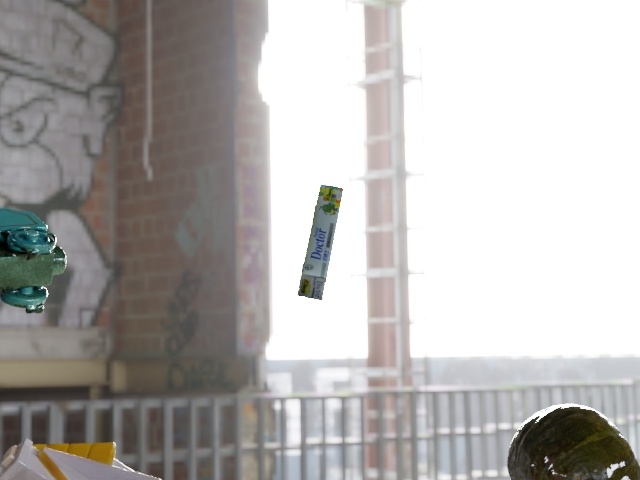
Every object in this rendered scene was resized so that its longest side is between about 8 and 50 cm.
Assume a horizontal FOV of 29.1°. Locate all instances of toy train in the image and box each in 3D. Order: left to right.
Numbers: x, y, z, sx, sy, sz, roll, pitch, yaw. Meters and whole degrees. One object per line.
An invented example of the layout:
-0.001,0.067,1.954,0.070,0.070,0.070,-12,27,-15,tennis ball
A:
-0.460,0.023,1.690,0.203,0.112,0.163,-3,26,-40,toy train

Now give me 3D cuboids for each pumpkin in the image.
0.327,0.313,1.555,0.157,0.224,0.224,-32,-3,-5,pumpkin

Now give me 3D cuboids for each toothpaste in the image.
0.000,0.000,1.535,0.034,0.164,0.046,11,-44,0,toothpaste

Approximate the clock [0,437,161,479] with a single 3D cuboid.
-0.299,0.377,1.575,0.309,0.166,0.235,38,-64,-19,clock
